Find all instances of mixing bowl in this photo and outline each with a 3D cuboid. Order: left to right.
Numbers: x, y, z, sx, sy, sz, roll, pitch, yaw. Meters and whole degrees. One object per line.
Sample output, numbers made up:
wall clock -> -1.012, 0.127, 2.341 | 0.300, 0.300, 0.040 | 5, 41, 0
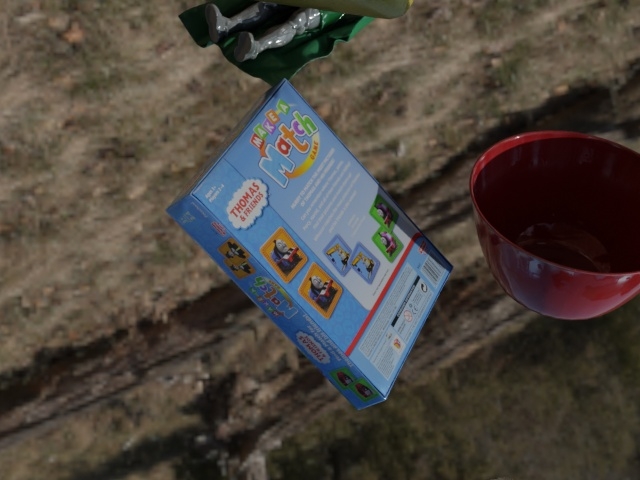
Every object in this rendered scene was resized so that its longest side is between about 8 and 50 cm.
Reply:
mixing bowl -> 0.207, 0.000, 0.969 | 0.181, 0.181, 0.098 | -2, 133, -9

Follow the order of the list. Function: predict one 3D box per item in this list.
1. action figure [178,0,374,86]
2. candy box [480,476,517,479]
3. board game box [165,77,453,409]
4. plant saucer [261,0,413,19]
action figure -> -0.002, -0.229, 1.104 | 0.232, 0.137, 0.063 | -31, 151, -35
candy box -> 0.170, 0.318, 0.899 | 0.071, 0.234, 0.159 | 1, -176, -35
board game box -> 0.000, 0.000, 0.890 | 0.039, 0.160, 0.211 | -28, 110, 43
plant saucer -> -0.079, -0.335, 0.846 | 0.332, 0.081, 0.333 | 9, 116, 6
